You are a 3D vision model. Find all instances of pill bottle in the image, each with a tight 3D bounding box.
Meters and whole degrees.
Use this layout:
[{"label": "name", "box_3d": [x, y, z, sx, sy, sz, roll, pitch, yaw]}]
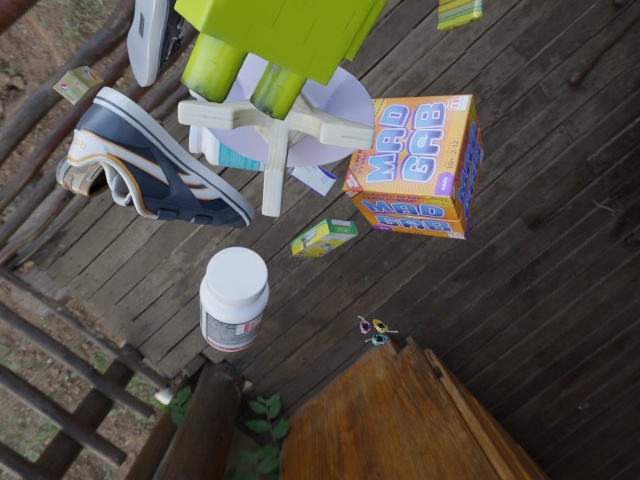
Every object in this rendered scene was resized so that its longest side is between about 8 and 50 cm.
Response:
[{"label": "pill bottle", "box_3d": [-0.272, 0.192, 1.329, 0.210, 0.210, 0.363, 13, 144, -7]}, {"label": "pill bottle", "box_3d": [-0.234, -0.279, 1.209, 0.263, 0.146, 0.146, 5, 104, -12]}]

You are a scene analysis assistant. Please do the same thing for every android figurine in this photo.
[{"label": "android figurine", "box_3d": [-0.013, -0.237, 0.352, 0.056, 0.248, 0.273, 45, 118, 26]}]

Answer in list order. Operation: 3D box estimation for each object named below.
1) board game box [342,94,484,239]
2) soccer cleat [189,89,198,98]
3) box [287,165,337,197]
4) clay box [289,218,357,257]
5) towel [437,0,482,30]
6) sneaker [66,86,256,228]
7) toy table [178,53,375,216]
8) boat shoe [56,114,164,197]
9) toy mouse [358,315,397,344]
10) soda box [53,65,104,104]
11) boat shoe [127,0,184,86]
[{"label": "board game box", "box_3d": [0.343, -0.247, 1.486, 0.356, 0.356, 0.357, 8, 74, 29]}, {"label": "soccer cleat", "box_3d": [-0.286, -0.442, 1.217, 0.196, 0.076, 0.068, -2, 112, 1]}, {"label": "box", "box_3d": [-0.028, -0.202, 1.283, 0.126, 0.137, 0.072, 33, 97, -15]}, {"label": "clay box", "box_3d": [0.000, 0.000, 1.385, 0.127, 0.222, 0.053, 4, 66, -41]}, {"label": "towel", "box_3d": [0.233, -0.467, 0.664, 0.021, 0.102, 0.237, -4, 107, -22]}, {"label": "sneaker", "box_3d": [-0.243, -0.084, 0.679, 0.321, 0.126, 0.128, 42, 74, -45]}, {"label": "toy table", "box_3d": [-0.051, -0.179, 0.609, 0.274, 0.161, 0.252, -4, 116, 1]}, {"label": "boat shoe", "box_3d": [-0.546, -0.223, 1.156, 0.119, 0.123, 0.324, 32, 57, 11]}, {"label": "toy mouse", "box_3d": [0.197, 0.354, 1.607, 0.161, 0.143, 0.031, 31, 125, 13]}, {"label": "soda box", "box_3d": [-0.630, -0.411, 1.110, 0.061, 0.181, 0.058, -43, 119, 8]}, {"label": "boat shoe", "box_3d": [-0.255, -0.334, 0.678, 0.076, 0.228, 0.080, -23, 80, -33]}]
